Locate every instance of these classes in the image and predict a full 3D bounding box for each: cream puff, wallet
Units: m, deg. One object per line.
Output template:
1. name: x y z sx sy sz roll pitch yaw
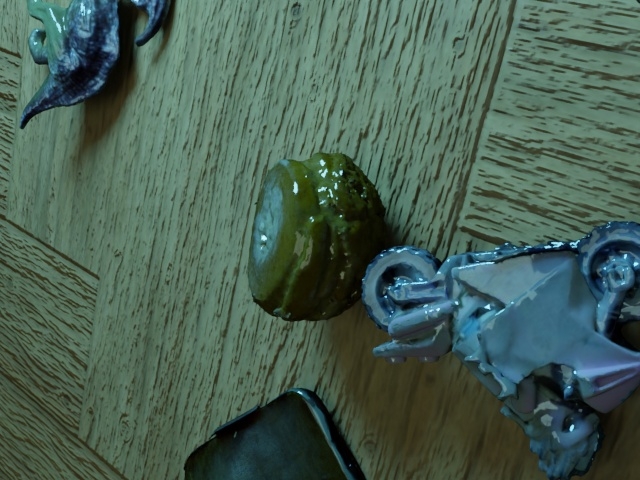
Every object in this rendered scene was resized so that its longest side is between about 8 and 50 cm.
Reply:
1. cream puff: 0.000 0.000 0.721 0.165 0.115 0.150 -61 29 35
2. wallet: -0.065 0.257 0.866 0.255 0.031 0.137 -37 71 36

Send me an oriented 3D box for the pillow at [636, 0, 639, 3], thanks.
1. pillow: 0.347 -0.167 0.444 0.302 0.075 0.185 40 124 28

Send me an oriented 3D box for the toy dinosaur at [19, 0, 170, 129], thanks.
1. toy dinosaur: -0.298 -0.265 0.968 0.294 0.077 0.162 -39 71 35

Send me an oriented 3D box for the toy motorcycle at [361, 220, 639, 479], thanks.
1. toy motorcycle: 0.154 0.095 0.613 0.239 0.108 0.204 -6 91 40
